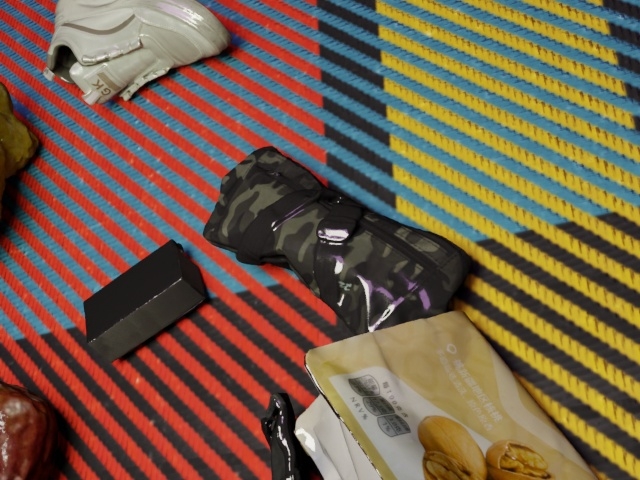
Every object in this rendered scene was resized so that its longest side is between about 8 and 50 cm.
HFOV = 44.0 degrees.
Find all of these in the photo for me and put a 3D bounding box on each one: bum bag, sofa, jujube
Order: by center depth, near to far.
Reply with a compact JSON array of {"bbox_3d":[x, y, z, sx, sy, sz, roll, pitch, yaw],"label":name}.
[{"bbox_3d":[-0.035,0.249,0.781,0.049,0.087,0.197,-7,64,2],"label":"bum bag"},{"bbox_3d":[0.000,0.000,0.875,0.340,0.095,0.144,32,68,31],"label":"bum bag"},{"bbox_3d":[-0.405,0.277,0.890,0.183,0.183,0.243,16,76,30],"label":"jujube"},{"bbox_3d":[-0.213,0.076,0.969,0.147,0.060,0.085,-35,41,7],"label":"sofa"}]

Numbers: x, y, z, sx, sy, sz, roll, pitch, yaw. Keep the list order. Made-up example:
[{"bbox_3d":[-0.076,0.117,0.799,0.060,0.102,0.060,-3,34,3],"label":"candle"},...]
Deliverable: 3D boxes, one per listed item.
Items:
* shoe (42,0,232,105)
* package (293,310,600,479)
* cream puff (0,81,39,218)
[{"bbox_3d":[-0.278,-0.260,1.110,0.316,0.124,0.159,14,73,35],"label":"shoe"},{"bbox_3d":[0.116,0.238,0.699,0.311,0.221,0.165,54,135,31],"label":"package"},{"bbox_3d":[-0.544,-0.094,1.113,0.323,0.270,0.274,7,105,28],"label":"cream puff"}]
